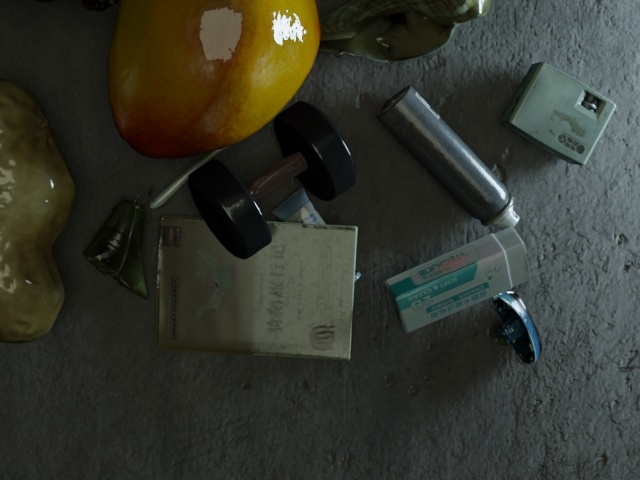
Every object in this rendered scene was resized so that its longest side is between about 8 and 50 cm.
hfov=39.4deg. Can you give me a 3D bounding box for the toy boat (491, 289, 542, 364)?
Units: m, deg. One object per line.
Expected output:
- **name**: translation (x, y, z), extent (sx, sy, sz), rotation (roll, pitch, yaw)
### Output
- **toy boat**: translation (0.319, 0.144, 1.479), extent (0.061, 0.060, 0.137), rotation (-30, 105, -25)

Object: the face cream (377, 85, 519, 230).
- **face cream**: translation (0.210, -0.123, 1.422), extent (0.283, 0.073, 0.073), rotation (44, 90, -11)

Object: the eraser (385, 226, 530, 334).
- **eraser**: translation (0.221, 0.065, 1.436), extent (0.225, 0.052, 0.095), rotation (-23, 132, -1)

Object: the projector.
- **projector**: translation (0.382, -0.204, 1.442), extent (0.147, 0.061, 0.115), rotation (28, 94, -11)

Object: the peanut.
- **peanut**: translation (-0.452, -0.038, 1.294), extent (0.192, 0.169, 0.387), rotation (-1, 101, -13)

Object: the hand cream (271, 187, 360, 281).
- **hand cream**: translation (0.000, 0.000, 1.425), extent (0.065, 0.043, 0.171), rotation (-39, 97, 3)

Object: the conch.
- **conch**: translation (0.143, -0.372, 1.347), extent (0.386, 0.170, 0.203), rotation (-10, 131, 32)

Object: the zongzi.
- **zongzi**: translation (-0.278, -0.001, 1.391), extent (0.130, 0.062, 0.154), rotation (40, 75, -31)

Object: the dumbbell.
- **dumbbell**: translation (-0.071, -0.089, 1.327), extent (0.218, 0.152, 0.152), rotation (-36, 101, -14)

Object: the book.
- **book**: translation (-0.102, 0.076, 1.406), extent (0.310, 0.021, 0.217), rotation (3, 98, 1)

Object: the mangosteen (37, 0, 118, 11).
- **mangosteen**: translation (-0.393, -0.478, 1.168), extent (0.330, 0.330, 0.330), rotation (-1, 98, -8)

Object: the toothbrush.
- **toothbrush**: translation (-0.163, -0.132, 1.394), extent (0.263, 0.022, 0.026), rotation (-41, 115, -2)

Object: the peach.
- **peach**: translation (-0.156, -0.262, 1.254), extent (0.289, 0.289, 0.308), rotation (9, 112, -9)
